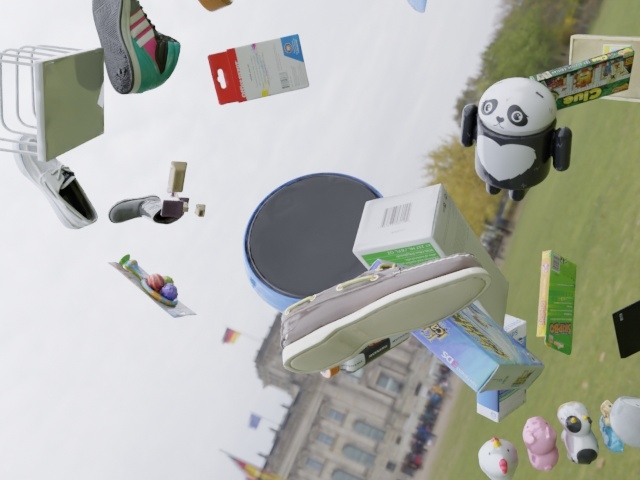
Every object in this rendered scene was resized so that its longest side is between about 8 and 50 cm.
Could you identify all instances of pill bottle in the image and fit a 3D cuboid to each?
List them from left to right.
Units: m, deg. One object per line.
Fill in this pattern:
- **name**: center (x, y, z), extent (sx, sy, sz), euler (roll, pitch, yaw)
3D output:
- **pill bottle**: center (0.096, 0.249, 1.829), extent (0.246, 0.130, 0.130), euler (-28, -32, -24)

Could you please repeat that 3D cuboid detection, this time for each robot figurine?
- **robot figurine**: center (0.431, -0.223, 1.617), extent (0.173, 0.209, 0.278), euler (-98, 1, -49)

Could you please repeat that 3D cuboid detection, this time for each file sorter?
- **file sorter**: center (-0.583, -0.299, 1.504), extent (0.277, 0.173, 0.192), euler (-68, -14, -69)

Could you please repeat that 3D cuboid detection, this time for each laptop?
- **laptop**: center (0.953, 0.182, 2.141), extent (0.234, 0.137, 0.264), euler (60, -140, -41)

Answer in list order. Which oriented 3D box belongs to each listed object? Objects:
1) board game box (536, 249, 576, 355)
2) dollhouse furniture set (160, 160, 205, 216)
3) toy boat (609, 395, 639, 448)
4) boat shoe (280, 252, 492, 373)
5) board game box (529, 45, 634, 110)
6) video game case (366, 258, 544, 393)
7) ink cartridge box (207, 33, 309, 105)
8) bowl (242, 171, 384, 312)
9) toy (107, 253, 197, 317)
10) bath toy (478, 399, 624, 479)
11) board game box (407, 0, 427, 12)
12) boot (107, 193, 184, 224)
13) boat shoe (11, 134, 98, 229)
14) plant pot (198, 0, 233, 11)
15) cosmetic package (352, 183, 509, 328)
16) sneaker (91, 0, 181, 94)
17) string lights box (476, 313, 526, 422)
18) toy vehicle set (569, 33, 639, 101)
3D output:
- **board game box**: center (0.630, 0.167, 1.935), extent (0.039, 0.124, 0.259), euler (-16, 58, 48)
- **dollhouse furniture set**: center (-0.273, -0.115, 1.454), extent (0.081, 0.091, 0.114), euler (-121, 40, -53)
- **toy boat**: center (0.475, 0.314, 0.907), extent (0.267, 0.148, 0.318), euler (-44, -61, -14)
- **boat shoe**: center (0.081, 0.087, 1.036), extent (0.117, 0.324, 0.096), euler (37, -148, -47)
- **board game box**: center (0.666, -0.404, 1.865), extent (0.136, 0.260, 0.030), euler (66, -171, -57)
- **video game case**: center (0.228, 0.144, 1.234), extent (0.244, 0.269, 0.061), euler (13, -65, -56)
- **ink cartridge box**: center (-0.153, -0.425, 1.815), extent (0.078, 0.231, 0.134), euler (-96, -6, -75)
- **bowl**: center (0.000, 0.000, 1.742), extent (0.391, 0.391, 0.077), euler (-63, -23, -25)
- **toy**: center (-0.429, 0.110, 1.904), extent (0.056, 0.237, 0.137), euler (-58, -14, 7)
- **bath toy**: center (0.552, 0.487, 1.755), extent (0.129, 0.348, 0.151), euler (58, -165, -76)
- **board game box**: center (0.245, -0.653, 1.806), extent (0.033, 0.133, 0.168), euler (-25, -24, -12)
- **boot**: center (-0.531, -0.080, 2.203), extent (0.190, 0.208, 0.076), euler (-26, -59, -21)
- **boat shoe**: center (-0.605, -0.142, 1.686), extent (0.258, 0.084, 0.095), euler (59, -142, -30)
- **plant pot**: center (-0.265, -0.824, 2.065), extent (0.291, 0.204, 0.290), euler (-14, -90, -76)
- **cosmetic package**: center (0.254, 0.060, 1.605), extent (0.365, 0.197, 0.155), euler (48, -137, -35)
- **sneaker**: center (-0.414, -0.485, 1.689), extent (0.178, 0.124, 0.295), euler (-15, -81, -56)
- **string lights box**: center (0.496, 0.348, 1.987), extent (0.133, 0.077, 0.259), euler (-22, -64, -35)
- **toy vehicle set**: center (0.799, -0.465, 1.956), extent (0.035, 0.267, 0.165), euler (-22, -62, -39)
